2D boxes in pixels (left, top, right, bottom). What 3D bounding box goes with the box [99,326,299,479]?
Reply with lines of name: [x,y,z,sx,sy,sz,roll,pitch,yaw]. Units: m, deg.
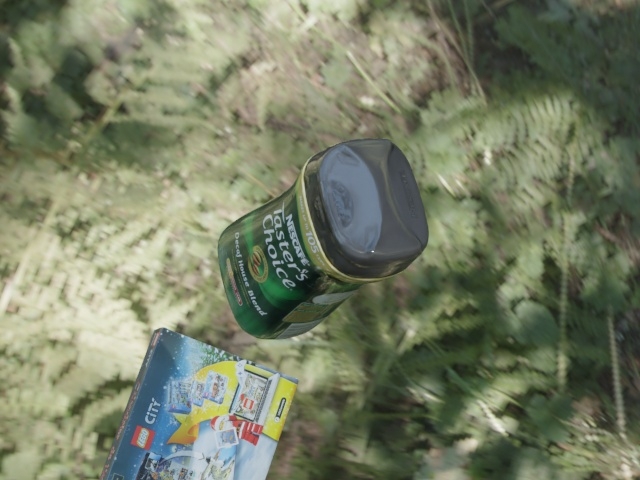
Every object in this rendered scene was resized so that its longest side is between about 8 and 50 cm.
box: [-0.135,0.226,1.672,0.159,0.044,0.233,23,76,-13]

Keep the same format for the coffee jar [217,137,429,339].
coffee jar: [0.000,0.000,1.119,0.079,0.184,0.096,-7,73,-31]
